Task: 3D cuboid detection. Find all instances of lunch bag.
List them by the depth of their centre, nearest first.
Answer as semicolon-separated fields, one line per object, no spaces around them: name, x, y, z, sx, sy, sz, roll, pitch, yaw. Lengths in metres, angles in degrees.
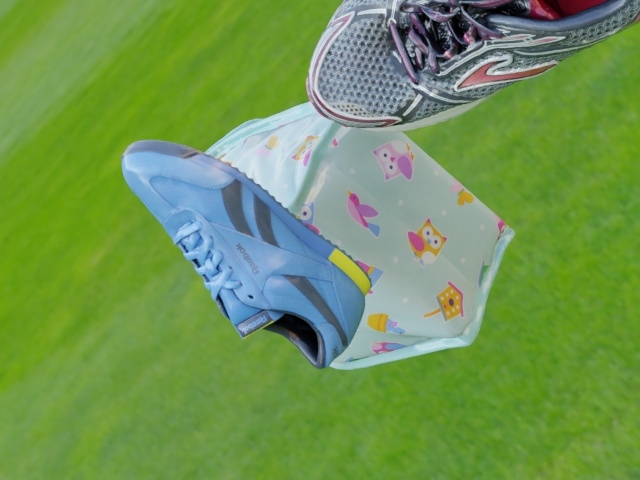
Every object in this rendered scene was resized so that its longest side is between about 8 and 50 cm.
lunch bag;0.000;0.000;1.223;0.262;0.223;0.160;-15;43;53

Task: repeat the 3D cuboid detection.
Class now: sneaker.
sneaker;0.102;-0.151;0.862;0.299;0.121;0.112;-25;5;37
sneaker;-0.057;0.012;0.961;0.069;0.209;0.082;-24;34;56
